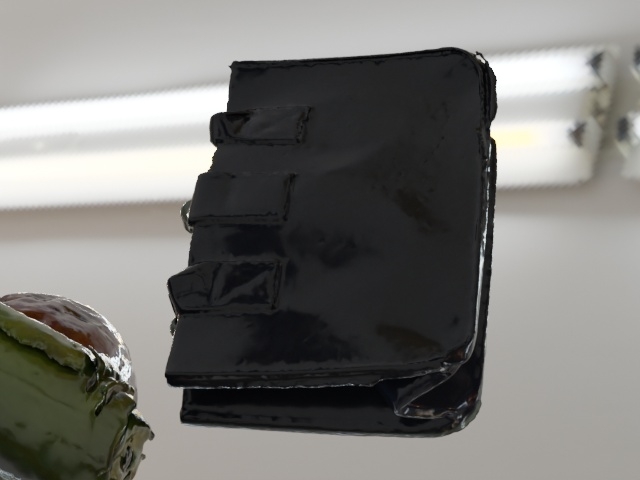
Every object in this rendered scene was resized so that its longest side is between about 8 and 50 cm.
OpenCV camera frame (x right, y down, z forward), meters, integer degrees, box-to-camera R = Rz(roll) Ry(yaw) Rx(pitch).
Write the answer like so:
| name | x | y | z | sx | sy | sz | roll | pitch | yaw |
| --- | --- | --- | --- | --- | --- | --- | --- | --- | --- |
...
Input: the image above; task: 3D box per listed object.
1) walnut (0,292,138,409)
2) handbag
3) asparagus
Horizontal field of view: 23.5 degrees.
| name | x | y | z | sx | sy | sz | roll | pitch | yaw |
| --- | --- | --- | --- | --- | --- | --- | --- | --- | --- |
| walnut | -0.306 | 0.183 | 1.629 | 0.221 | 0.269 | 0.244 | 32 | -81 | 19 |
| handbag | 0.000 | 0.000 | 1.195 | 0.269 | 0.118 | 0.326 | 1 | -131 | 11 |
| asparagus | -0.292 | 0.068 | 1.070 | 0.128 | 0.382 | 0.108 | -62 | 177 | 35 |
